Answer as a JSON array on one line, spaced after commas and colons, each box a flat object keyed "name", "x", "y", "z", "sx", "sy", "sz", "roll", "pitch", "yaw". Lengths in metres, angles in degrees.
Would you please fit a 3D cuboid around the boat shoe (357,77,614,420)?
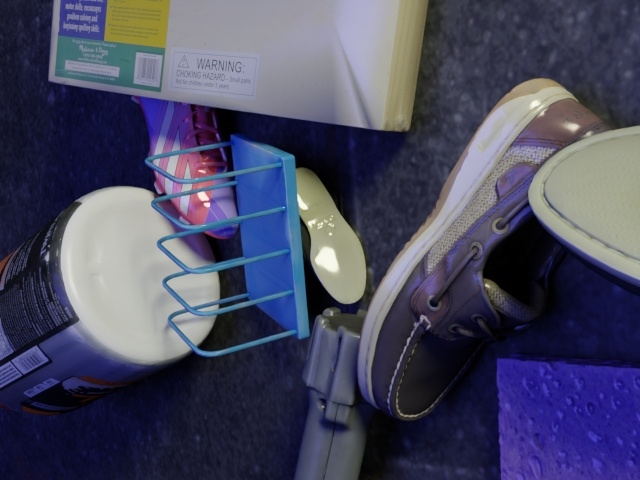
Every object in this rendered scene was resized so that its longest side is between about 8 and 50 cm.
[{"name": "boat shoe", "x": 0.118, "y": 0.027, "z": 0.652, "sx": 0.092, "sy": 0.103, "sz": 0.285, "roll": 46, "pitch": 118, "yaw": 41}]

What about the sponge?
[{"name": "sponge", "x": 0.213, "y": 0.140, "z": 0.606, "sx": 0.210, "sy": 0.031, "sz": 0.117, "roll": -2, "pitch": 91, "yaw": 46}]

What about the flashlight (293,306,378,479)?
[{"name": "flashlight", "x": 0.006, "y": 0.211, "z": 0.792, "sx": 0.103, "sy": 0.103, "sz": 0.303, "roll": 22, "pitch": 103, "yaw": 49}]

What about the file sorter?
[{"name": "file sorter", "x": -0.087, "y": 0.004, "z": 0.821, "sx": 0.118, "sy": 0.105, "sz": 0.170, "roll": 31, "pitch": 130, "yaw": 58}]

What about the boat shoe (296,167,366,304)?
[{"name": "boat shoe", "x": 0.002, "y": -0.001, "z": 0.816, "sx": 0.133, "sy": 0.049, "sz": 0.042, "roll": 64, "pitch": 160, "yaw": 15}]

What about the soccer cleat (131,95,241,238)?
[{"name": "soccer cleat", "x": -0.131, "y": -0.118, "z": 0.926, "sx": 0.095, "sy": 0.083, "sz": 0.248, "roll": -43, "pitch": 60, "yaw": 35}]

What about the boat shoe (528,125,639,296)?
[{"name": "boat shoe", "x": 0.274, "y": 0.022, "z": 0.480, "sx": 0.340, "sy": 0.113, "sz": 0.127, "roll": 11, "pitch": 56, "yaw": 38}]

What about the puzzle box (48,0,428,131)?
[{"name": "puzzle box", "x": -0.087, "y": -0.257, "z": 0.820, "sx": 0.409, "sy": 0.052, "sz": 0.272, "roll": 14, "pitch": 102, "yaw": 33}]

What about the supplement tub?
[{"name": "supplement tub", "x": -0.268, "y": 0.081, "z": 0.998, "sx": 0.316, "sy": 0.194, "sz": 0.193, "roll": -27, "pitch": 73, "yaw": 45}]
